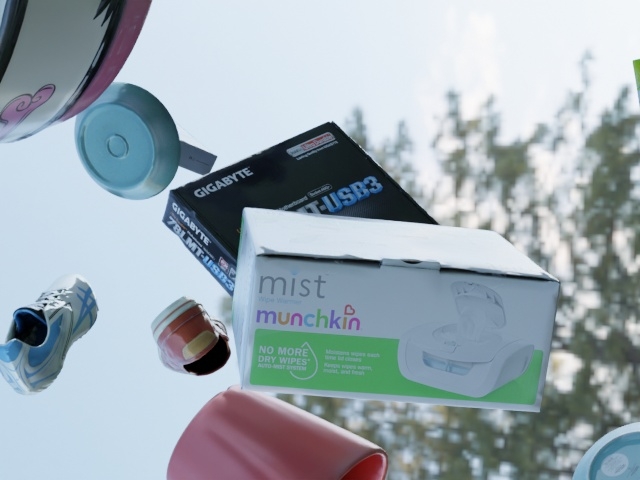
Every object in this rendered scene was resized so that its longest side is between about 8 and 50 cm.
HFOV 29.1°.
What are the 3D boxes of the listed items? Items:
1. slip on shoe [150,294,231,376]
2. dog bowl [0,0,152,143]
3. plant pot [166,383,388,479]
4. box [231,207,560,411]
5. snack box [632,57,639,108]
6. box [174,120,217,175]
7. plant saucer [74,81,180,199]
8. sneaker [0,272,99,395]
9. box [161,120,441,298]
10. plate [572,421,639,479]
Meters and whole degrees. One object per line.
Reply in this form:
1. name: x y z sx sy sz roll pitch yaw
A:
1. slip on shoe: -0.197 0.179 2.014 0.123 0.101 0.331 -40 -13 -9
2. dog bowl: -0.274 -0.254 0.923 0.150 0.408 0.408 -6 -82 -46
3. plant pot: -0.074 0.352 1.808 0.275 0.243 0.275 -45 -26 -29
4. box: 0.057 0.054 1.128 0.231 0.262 0.126 -120 37 -76
5. snack box: 0.429 -0.153 1.451 0.037 0.100 0.141 -15 -84 -54
6. box: -0.248 -0.159 1.769 0.145 0.186 0.038 21 -80 -35
7. plant saucer: -0.193 -0.093 1.199 0.021 0.119 0.119 -40 -53 -61
8. sneaker: -0.341 0.099 1.550 0.237 0.085 0.086 -79 -25 -61
9. box: 0.000 0.000 1.590 0.295 0.293 0.073 -26 -26 -38
10. plate: 0.422 0.312 1.657 0.024 0.188 0.188 56 -138 -33
